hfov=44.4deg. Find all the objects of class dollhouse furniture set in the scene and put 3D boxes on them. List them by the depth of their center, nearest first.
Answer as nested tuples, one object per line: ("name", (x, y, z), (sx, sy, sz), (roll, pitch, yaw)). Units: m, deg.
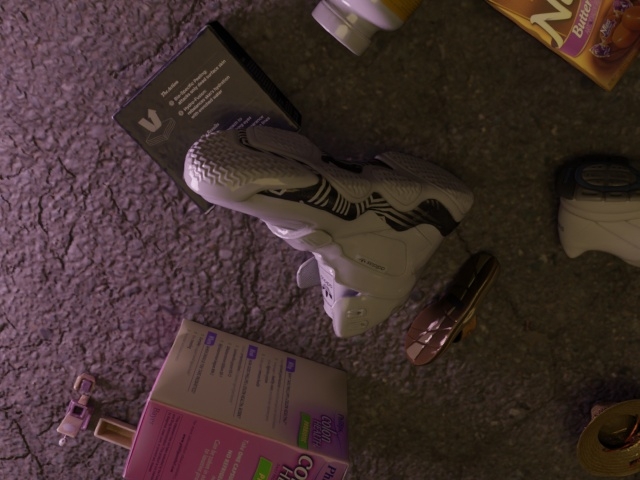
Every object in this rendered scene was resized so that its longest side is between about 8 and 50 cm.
("dollhouse furniture set", (-0.299, 0.254, 1.076), (0.114, 0.081, 0.091), (23, 108, -7))

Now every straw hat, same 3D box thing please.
("straw hat", (0.403, 0.253, 1.071), (0.144, 0.061, 0.145), (-5, 119, -8))

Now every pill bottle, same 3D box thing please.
("pill bottle", (0.076, -0.299, 0.863), (0.103, 0.103, 0.184), (38, 105, -11))

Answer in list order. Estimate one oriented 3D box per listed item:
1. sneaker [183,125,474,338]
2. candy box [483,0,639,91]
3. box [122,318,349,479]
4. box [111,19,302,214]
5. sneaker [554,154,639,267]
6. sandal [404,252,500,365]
("sneaker", (0.000, 0.000, 0.898), (0.365, 0.137, 0.210), (4, 118, -35))
("candy box", (0.289, -0.269, 0.896), (0.186, 0.053, 0.109), (33, 108, -8))
("box", (-0.096, 0.229, 0.993), (0.242, 0.213, 0.117), (19, 108, -6))
("box", (-0.129, -0.147, 0.926), (0.156, 0.093, 0.158), (-39, 105, 13))
("sneaker", (0.434, -0.028, 0.955), (0.296, 0.111, 0.129), (6, 132, 12))
("sandal", (0.180, 0.097, 1.026), (0.049, 0.072, 0.180), (30, 104, -31))
